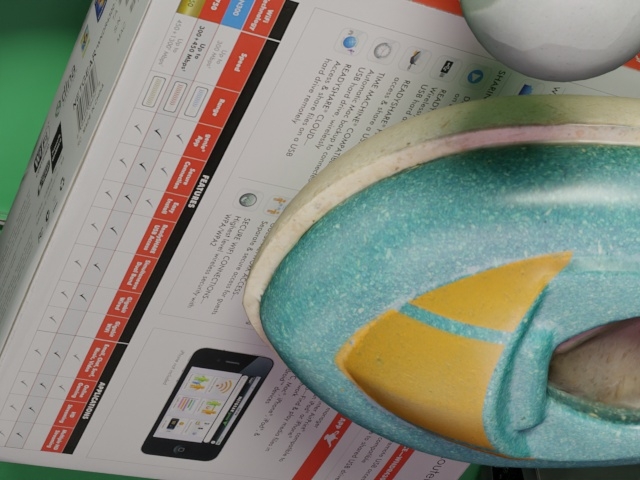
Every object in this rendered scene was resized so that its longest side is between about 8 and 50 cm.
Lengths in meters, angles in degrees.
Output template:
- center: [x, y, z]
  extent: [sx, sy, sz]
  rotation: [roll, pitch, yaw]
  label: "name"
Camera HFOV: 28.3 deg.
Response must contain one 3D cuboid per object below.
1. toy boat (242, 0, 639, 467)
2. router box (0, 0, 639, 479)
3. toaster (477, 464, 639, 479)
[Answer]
- center: [0.090, -0.014, 0.497]
  extent: [0.267, 0.148, 0.318]
  rotation: [-3, 131, 7]
  label: "toy boat"
- center: [0.000, 0.000, 0.666]
  extent: [0.301, 0.082, 0.335]
  rotation: [12, 128, -26]
  label: "router box"
- center: [0.192, 0.197, 0.836]
  extent: [0.185, 0.110, 0.168]
  rotation: [10, 128, -6]
  label: "toaster"
